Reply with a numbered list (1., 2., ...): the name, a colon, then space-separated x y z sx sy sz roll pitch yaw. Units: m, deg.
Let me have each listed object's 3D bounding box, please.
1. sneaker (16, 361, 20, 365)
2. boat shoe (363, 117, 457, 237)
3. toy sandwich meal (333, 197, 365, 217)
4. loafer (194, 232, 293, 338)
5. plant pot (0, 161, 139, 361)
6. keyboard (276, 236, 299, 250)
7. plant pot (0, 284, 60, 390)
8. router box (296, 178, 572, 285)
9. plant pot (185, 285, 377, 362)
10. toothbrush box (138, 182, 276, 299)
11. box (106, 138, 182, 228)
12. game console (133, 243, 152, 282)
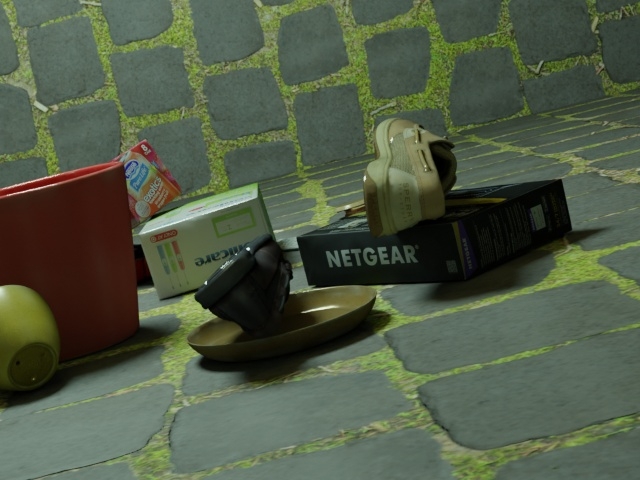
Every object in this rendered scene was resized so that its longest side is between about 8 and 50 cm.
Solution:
1. sneaker: -0.501 0.156 1.643 0.224 0.098 0.083 -14 8 2
2. boat shoe: 0.132 -0.088 1.667 0.110 0.121 0.341 -8 20 12
3. toy sandwich meal: 0.067 -0.061 2.461 0.086 0.029 0.085 -17 5 2
4. loafer: -0.081 0.062 1.486 0.109 0.095 0.302 -43 1 6
5. plant pot: -0.381 0.036 1.753 0.275 0.243 0.275 -13 8 2
6. keyboard: 0.000 0.000 2.190 0.256 0.014 0.072 -7 10 41
7. plant pot: -0.380 0.136 1.549 0.134 0.134 0.095 -18 33 -31
8. router box: 0.158 -0.010 1.749 0.243 0.081 0.309 -21 11 -40
9. plant pot: -0.044 0.102 1.488 0.236 0.032 0.236 -14 8 2
10. toothbrush box: -0.187 -0.005 2.130 0.206 0.122 0.283 -17 9 0
11. box: -0.390 -0.067 2.257 0.257 0.122 0.128 -26 11 46
12. game console: -0.508 0.079 2.342 0.342 0.060 0.386 -18 9 -32
